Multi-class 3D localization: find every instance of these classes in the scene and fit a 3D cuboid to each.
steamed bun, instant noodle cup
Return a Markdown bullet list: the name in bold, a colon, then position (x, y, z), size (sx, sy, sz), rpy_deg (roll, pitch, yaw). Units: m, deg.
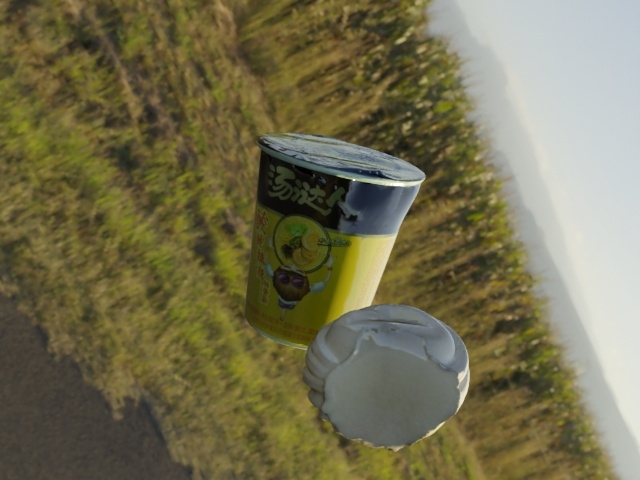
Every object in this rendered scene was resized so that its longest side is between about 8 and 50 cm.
- **steamed bun**: position (0.071, 0.142, 1.015), size (0.106, 0.182, 0.183), rpy_deg (-85, 151, -57)
- **instant noodle cup**: position (0.000, 0.000, 1.134), size (0.215, 0.215, 0.236), rpy_deg (-78, -178, -75)
